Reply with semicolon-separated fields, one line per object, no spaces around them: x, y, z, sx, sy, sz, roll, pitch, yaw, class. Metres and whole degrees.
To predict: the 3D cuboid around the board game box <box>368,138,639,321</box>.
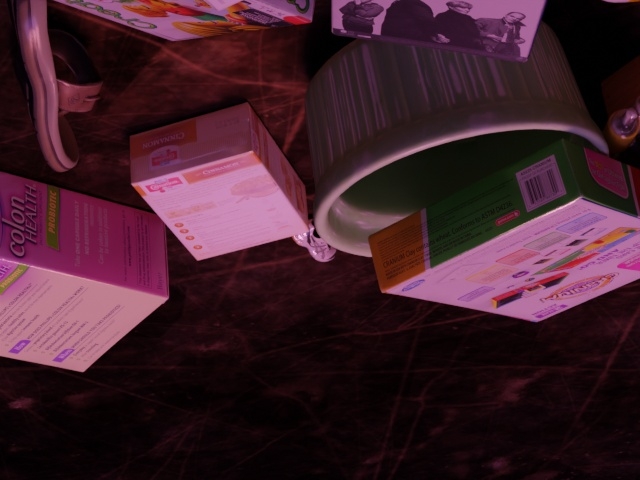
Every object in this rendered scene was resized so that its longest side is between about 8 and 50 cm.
0.238;0.000;1.625;0.242;0.064;0.316;-27;157;31;board game box

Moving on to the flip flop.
-0.254;-0.168;1.516;0.080;0.112;0.277;-15;146;-13;flip flop

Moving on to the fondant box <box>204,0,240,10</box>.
0.032;-0.340;1.131;0.330;0.238;0.096;-20;145;22;fondant box

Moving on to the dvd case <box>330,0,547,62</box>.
0.097;-0.212;1.272;0.179;0.029;0.238;9;165;3;dvd case

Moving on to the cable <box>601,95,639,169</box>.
0.325;-0.089;1.676;0.139;0.072;0.287;-13;167;-23;cable

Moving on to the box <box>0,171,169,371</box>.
-0.336;0.040;1.820;0.243;0.117;0.213;15;144;-33;box

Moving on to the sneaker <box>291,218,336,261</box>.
0.000;0.000;1.898;0.037;0.032;0.083;-23;146;27;sneaker

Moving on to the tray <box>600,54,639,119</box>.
0.510;-0.214;1.596;0.203;0.076;0.411;18;143;-35;tray

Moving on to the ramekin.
0.128;-0.110;1.580;0.303;0.148;0.303;-11;159;-4;ramekin

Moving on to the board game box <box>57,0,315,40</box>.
-0.176;-0.241;1.330;0.193;0.053;0.305;0;170;45;board game box

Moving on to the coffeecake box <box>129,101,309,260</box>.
-0.111;-0.062;1.737;0.142;0.068;0.185;-14;149;13;coffeecake box

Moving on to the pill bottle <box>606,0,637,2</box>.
0.313;-0.299;1.301;0.334;0.188;0.188;-7;149;0;pill bottle
